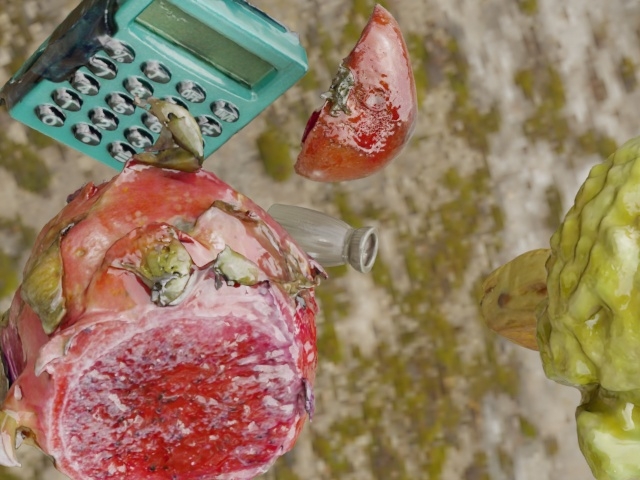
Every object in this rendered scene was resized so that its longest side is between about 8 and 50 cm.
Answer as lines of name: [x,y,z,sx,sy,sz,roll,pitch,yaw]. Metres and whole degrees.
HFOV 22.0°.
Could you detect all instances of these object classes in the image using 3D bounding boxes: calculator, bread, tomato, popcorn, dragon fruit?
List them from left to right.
calculator: [-0.180,-0.171,1.745,0.248,0.274,0.058,29,35,-38]
dragon fruit: [-0.101,0.064,0.998,0.147,0.211,0.282,-91,-177,-51]
tomato: [0.051,-0.133,1.661,0.099,0.173,0.189,29,93,2]
bread: [0.281,0.055,1.452,0.210,0.235,0.099,22,69,-27]
popcorn: [0.249,0.044,1.060,0.255,0.195,0.256,-39,121,-9]

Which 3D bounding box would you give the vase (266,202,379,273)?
vase: [0.000,0.000,1.494,0.053,0.101,0.053,12,90,-69]
